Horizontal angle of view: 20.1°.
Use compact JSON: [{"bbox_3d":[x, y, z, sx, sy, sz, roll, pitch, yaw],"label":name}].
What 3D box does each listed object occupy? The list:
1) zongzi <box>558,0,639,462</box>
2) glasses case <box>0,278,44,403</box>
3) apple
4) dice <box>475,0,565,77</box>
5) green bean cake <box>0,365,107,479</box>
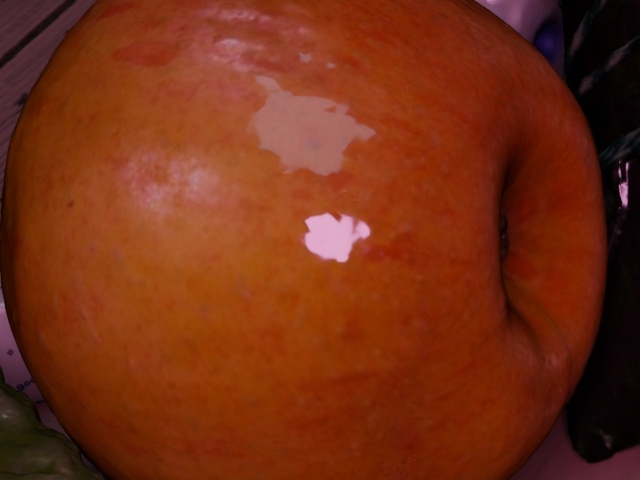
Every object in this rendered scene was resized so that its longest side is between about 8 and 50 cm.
[{"bbox_3d":[0.211,-0.124,0.950,0.319,0.362,0.383,-26,35,18],"label":"zongzi"},{"bbox_3d":[-0.127,0.040,1.012,0.197,0.076,0.049,-19,38,-23],"label":"glasses case"},{"bbox_3d":[0.000,0.000,0.859,0.275,0.299,0.299,7,32,42],"label":"apple"},{"bbox_3d":[0.096,-0.148,1.166,0.192,0.194,0.193,20,39,34],"label":"dice"},{"bbox_3d":[-0.215,0.149,0.812,0.222,0.125,0.248,-25,39,-29],"label":"green bean cake"}]
